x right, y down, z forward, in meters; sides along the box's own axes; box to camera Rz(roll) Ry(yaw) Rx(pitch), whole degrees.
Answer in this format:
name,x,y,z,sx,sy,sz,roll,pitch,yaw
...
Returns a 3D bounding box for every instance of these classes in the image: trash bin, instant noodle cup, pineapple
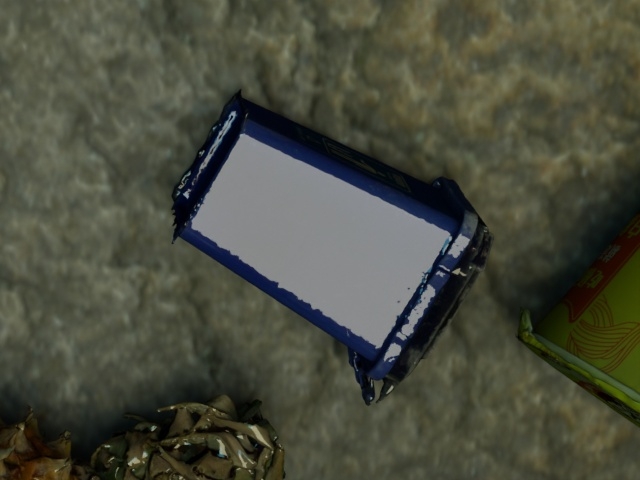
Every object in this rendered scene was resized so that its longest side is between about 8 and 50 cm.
name,x,y,z,sx,sy,sz,roll,pitch,yaw
trash bin,0.000,0.000,1.527,0.234,0.162,0.184,29,100,-13
instant noodle cup,0.345,0.073,1.562,0.311,0.311,0.221,35,88,-20
pineapple,-0.156,0.216,1.547,0.271,0.262,0.263,-20,111,-18
